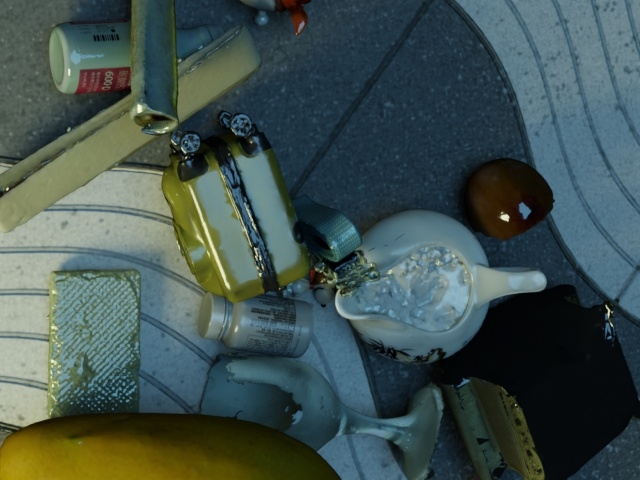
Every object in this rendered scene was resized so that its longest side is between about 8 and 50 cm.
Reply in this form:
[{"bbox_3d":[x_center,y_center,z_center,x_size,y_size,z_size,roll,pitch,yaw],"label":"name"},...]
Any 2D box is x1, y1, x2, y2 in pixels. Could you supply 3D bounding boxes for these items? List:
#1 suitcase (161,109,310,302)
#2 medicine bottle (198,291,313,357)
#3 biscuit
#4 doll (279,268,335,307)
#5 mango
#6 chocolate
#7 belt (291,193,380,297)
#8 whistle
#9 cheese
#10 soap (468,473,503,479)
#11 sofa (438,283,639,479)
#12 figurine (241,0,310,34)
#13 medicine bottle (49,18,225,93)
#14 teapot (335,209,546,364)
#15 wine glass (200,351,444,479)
[{"bbox_3d":[-0.117,-0.038,1.866,0.143,0.194,0.234,-21,100,-9],"label":"suitcase"},{"bbox_3d":[-0.086,0.109,1.944,0.140,0.079,0.079,10,90,-19],"label":"medicine bottle"},{"bbox_3d":[-0.290,0.136,1.894,0.121,0.040,0.199,0,94,-18],"label":"biscuit"},{"bbox_3d":[-0.014,0.057,1.990,0.085,0.040,0.058,17,98,-20],"label":"doll"},{"bbox_3d":[-0.179,0.330,1.802,0.446,0.300,0.232,12,60,0],"label":"mango"},{"bbox_3d":[0.266,-0.050,2.032,0.127,0.133,0.124,38,76,-20],"label":"chocolate"},{"bbox_3d":[0.004,-0.003,1.923,0.065,0.179,0.100,-31,117,-13],"label":"belt"},{"bbox_3d":[-0.204,-0.279,1.806,0.057,0.068,0.326,-1,62,-6],"label":"whistle"},{"bbox_3d":[-0.249,-0.140,1.850,0.400,0.034,0.085,-33,146,-4],"label":"cheese"},{"bbox_3d":[0.193,0.470,2.063,0.259,0.081,0.181,-35,104,-15],"label":"soap"},{"bbox_3d":[0.299,0.206,2.053,0.258,0.182,0.200,-35,115,-27],"label":"sofa"},{"bbox_3d":[-0.074,-0.372,1.884,0.160,0.183,0.226,-33,116,-6],"label":"figurine"},{"bbox_3d":[-0.228,-0.236,1.867,0.217,0.090,0.090,-6,95,-24],"label":"medicine bottle"},{"bbox_3d":[0.153,0.059,1.992,0.300,0.166,0.208,-8,84,-9],"label":"teapot"},{"bbox_3d":[0.003,0.233,1.956,0.321,0.143,0.143,11,90,-19],"label":"wine glass"}]
